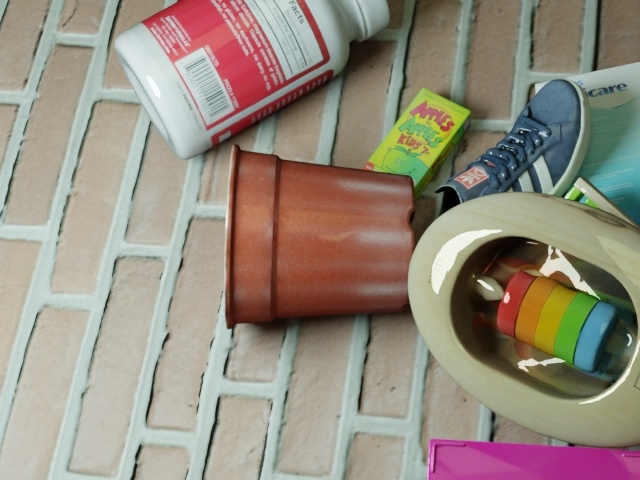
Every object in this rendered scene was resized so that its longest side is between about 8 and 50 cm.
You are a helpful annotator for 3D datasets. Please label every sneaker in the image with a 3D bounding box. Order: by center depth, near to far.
[{"bbox_3d":[0.259,-0.089,1.824,0.131,0.148,0.350,34,99,52],"label":"sneaker"}]

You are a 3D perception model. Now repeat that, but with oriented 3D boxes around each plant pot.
[{"bbox_3d":[0.000,0.000,1.844,0.265,0.272,0.272,2,63,-1],"label":"plant pot"}]

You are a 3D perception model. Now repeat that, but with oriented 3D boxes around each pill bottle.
[{"bbox_3d":[-0.104,-0.321,2.025,0.407,0.229,0.229,-31,63,-9],"label":"pill bottle"}]

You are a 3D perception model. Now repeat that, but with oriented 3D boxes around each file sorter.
[{"bbox_3d":[0.282,0.390,1.634,0.290,0.182,0.202,2,62,7],"label":"file sorter"}]

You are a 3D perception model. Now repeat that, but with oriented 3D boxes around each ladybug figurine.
[{"bbox_3d":[0.331,0.103,1.674,0.449,0.162,0.305,29,104,27],"label":"ladybug figurine"}]

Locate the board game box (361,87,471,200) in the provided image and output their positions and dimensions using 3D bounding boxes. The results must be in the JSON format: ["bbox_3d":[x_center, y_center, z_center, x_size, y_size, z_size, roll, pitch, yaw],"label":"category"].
[{"bbox_3d":[0.153,-0.149,2.007,0.092,0.043,0.181,29,70,20],"label":"board game box"}]

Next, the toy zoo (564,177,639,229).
[{"bbox_3d":[0.346,0.084,1.780,0.192,0.030,0.293,46,111,23],"label":"toy zoo"}]

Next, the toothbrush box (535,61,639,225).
[{"bbox_3d":[0.460,-0.110,1.901,0.216,0.126,0.295,-13,62,2],"label":"toothbrush box"}]
